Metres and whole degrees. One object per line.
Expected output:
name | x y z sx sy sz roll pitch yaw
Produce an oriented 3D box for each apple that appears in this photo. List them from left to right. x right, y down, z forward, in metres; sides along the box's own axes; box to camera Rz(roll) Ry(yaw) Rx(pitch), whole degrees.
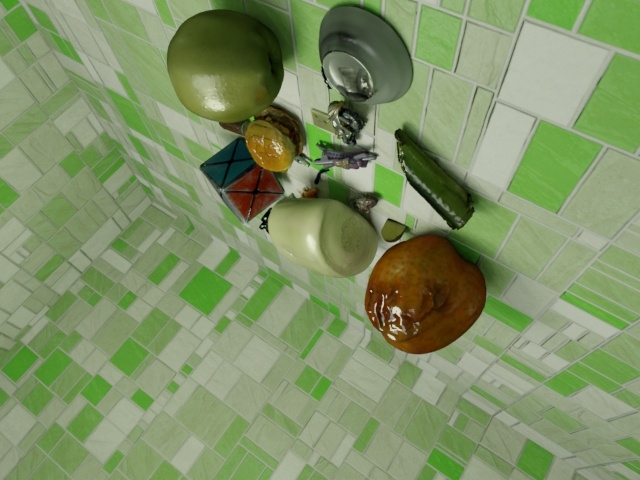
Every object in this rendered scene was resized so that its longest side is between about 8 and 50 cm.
apple | -0.287 -0.542 1.538 0.357 0.357 0.357 32 158 14

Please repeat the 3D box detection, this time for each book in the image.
book | 0.015 -0.424 1.753 0.111 0.014 0.077 28 156 23

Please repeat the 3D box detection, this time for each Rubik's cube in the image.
Rubik's cube | -0.362 -0.278 2.252 0.260 0.259 0.255 39 163 40

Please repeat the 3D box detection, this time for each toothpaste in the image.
toothpaste | -0.130 -0.374 2.056 0.216 0.037 0.062 36 159 14

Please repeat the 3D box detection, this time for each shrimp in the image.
shrimp | 0.170 -0.154 1.994 0.073 0.075 0.190 11 -179 -25

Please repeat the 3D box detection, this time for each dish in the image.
dish | 0.098 -0.486 1.373 0.316 0.106 0.316 31 158 14

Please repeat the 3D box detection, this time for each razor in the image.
razor | -0.003 -0.273 2.076 0.028 0.044 0.154 67 163 7

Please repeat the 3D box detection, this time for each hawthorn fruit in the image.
hawthorn fruit | 0.393 0.215 1.905 0.472 0.472 0.472 32 158 14

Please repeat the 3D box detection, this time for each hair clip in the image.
hair clip | 0.084 -0.298 1.810 0.137 0.090 0.278 10 -172 -46

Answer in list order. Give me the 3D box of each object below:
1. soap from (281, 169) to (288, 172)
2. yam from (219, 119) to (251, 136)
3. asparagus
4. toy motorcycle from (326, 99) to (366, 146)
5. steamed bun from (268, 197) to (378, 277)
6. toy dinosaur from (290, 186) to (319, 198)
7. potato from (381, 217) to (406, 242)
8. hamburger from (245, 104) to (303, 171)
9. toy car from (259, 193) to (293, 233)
soap | -0.198 -0.357 2.182 0.140 0.045 0.089 38 156 8
yam | -0.365 -0.502 2.112 0.141 0.079 0.079 25 155 27
asparagus | 0.348 -0.196 1.579 0.382 0.108 0.128 43 159 -9
toy motorcycle | 0.080 -0.392 1.630 0.130 0.094 0.229 40 172 5
steamed bun | 0.000 0.000 2.149 0.371 0.290 0.456 9 165 43
toy dinosaur | -0.081 -0.171 2.302 0.117 0.070 0.288 37 141 -20
potato | 0.292 -0.026 2.014 0.096 0.103 0.066 26 153 31
hamburger | -0.183 -0.395 1.920 0.244 0.163 0.244 33 158 16
toy car | -0.182 -0.091 2.543 0.213 0.176 0.359 40 163 -1
